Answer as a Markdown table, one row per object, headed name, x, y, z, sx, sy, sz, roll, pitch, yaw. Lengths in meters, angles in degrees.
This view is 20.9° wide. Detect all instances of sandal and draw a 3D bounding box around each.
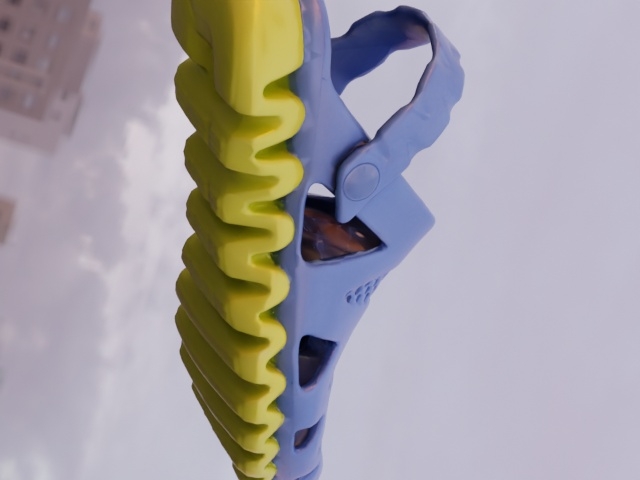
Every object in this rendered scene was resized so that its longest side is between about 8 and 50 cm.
| name | x | y | z | sx | sy | sz | roll | pitch | yaw |
| --- | --- | --- | --- | --- | --- | --- | --- | --- | --- |
| sandal | 0.000 | 0.000 | 0.888 | 0.126 | 0.138 | 0.317 | -126 | -147 | -48 |
